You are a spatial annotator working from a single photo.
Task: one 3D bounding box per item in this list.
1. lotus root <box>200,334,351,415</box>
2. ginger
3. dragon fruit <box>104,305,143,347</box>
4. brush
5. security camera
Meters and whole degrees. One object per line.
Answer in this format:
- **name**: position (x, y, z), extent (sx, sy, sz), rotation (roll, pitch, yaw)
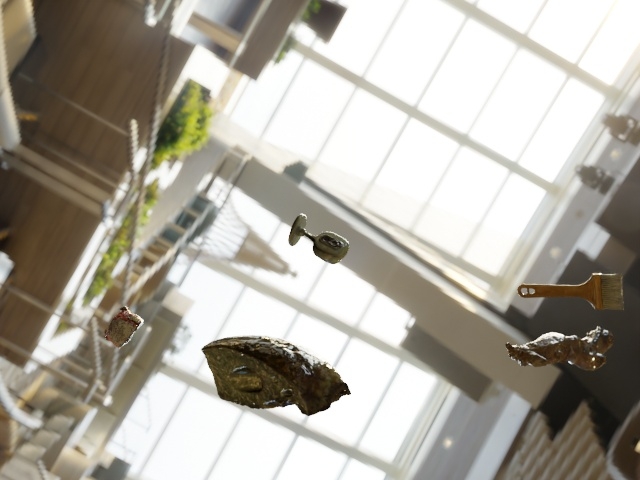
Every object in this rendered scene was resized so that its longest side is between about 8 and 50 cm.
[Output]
- **lotus root**: position (-0.095, 0.256, 1.858), extent (0.210, 0.314, 0.142), rotation (-25, 111, -59)
- **ginger**: position (0.551, 0.248, 2.043), extent (0.122, 0.290, 0.084), rotation (12, -78, 58)
- **dragon fruit**: position (-0.399, 0.171, 1.858), extent (0.083, 0.056, 0.060), rotation (-51, -177, 29)
- **brush**: position (0.649, 0.133, 2.383), extent (0.013, 0.272, 0.103), rotation (-47, 131, -57)
- **security camera**: position (0.000, 0.000, 1.415), extent (0.058, 0.092, 0.058), rotation (-57, 160, -33)
